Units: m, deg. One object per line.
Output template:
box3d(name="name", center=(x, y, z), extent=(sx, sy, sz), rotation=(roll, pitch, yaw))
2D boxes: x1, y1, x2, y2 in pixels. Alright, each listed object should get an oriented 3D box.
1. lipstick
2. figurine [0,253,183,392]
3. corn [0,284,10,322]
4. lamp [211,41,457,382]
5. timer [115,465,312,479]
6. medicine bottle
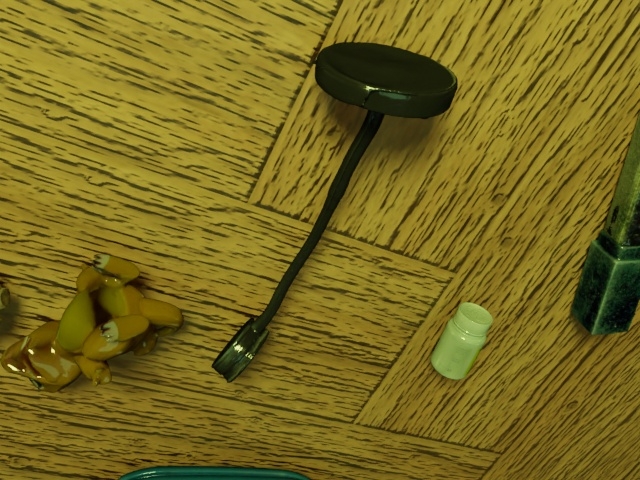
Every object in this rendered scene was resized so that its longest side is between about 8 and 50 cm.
box3d(name="lipstick", center=(0.332, -0.039, 0.629), extent=(0.051, 0.051, 0.312), rotation=(-3, 121, -8))
box3d(name="figurine", center=(-0.214, 0.094, 0.584), extent=(0.176, 0.121, 0.122), rotation=(-30, 152, 24))
box3d(name="corn", center=(-0.384, 0.069, 0.534), extent=(0.208, 0.068, 0.068), rotation=(-10, 124, -7))
box3d(name="lamp", center=(-0.030, -0.023, 0.558), extent=(0.109, 0.130, 0.371), rotation=(35, 125, -5))
box3d(name="timer", center=(-0.150, 0.422, 0.783), extent=(0.340, 0.115, 0.308), rotation=(7, 120, -16))
box3d(name="medicine bottle", center=(0.162, 0.115, 0.692), extent=(0.047, 0.047, 0.083), rotation=(10, 120, -18))
